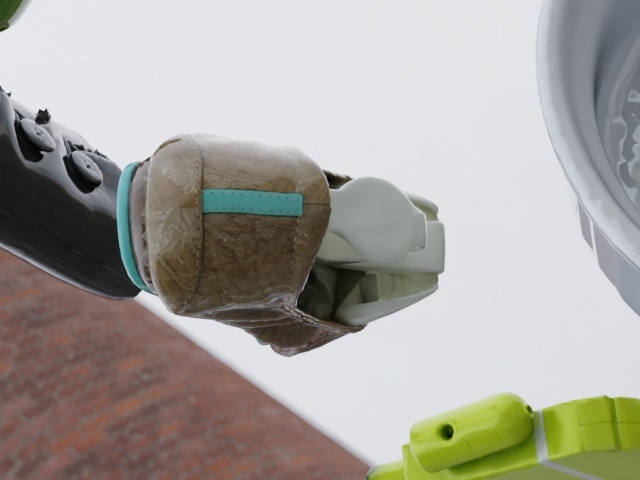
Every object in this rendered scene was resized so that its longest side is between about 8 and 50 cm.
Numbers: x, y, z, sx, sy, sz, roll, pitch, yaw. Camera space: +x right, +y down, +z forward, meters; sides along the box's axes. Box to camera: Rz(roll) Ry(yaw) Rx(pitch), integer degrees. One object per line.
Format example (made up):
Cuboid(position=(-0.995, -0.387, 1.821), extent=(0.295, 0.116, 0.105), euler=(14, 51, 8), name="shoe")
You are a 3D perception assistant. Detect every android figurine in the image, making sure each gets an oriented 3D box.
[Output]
Cuboid(position=(0.180, 0.171, 1.422), extent=(0.248, 0.273, 0.056), euler=(22, -126, -49), name="android figurine")

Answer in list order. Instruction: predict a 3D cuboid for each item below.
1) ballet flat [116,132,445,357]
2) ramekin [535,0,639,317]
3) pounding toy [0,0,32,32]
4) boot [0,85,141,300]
Cuboid(position=(0.000, 0.000, 0.979), extent=(0.342, 0.124, 0.116), euler=(30, -123, -75), name="ballet flat")
Cuboid(position=(0.241, -0.062, 0.860), extent=(0.277, 0.277, 0.135), euler=(-50, -18, -13), name="ramekin")
Cuboid(position=(-0.216, -0.264, 1.292), extent=(0.110, 0.236, 0.183), euler=(-14, -47, 13), name="pounding toy")
Cuboid(position=(-0.296, -0.028, 1.559), extent=(0.146, 0.367, 0.445), euler=(-32, -32, 11), name="boot")
